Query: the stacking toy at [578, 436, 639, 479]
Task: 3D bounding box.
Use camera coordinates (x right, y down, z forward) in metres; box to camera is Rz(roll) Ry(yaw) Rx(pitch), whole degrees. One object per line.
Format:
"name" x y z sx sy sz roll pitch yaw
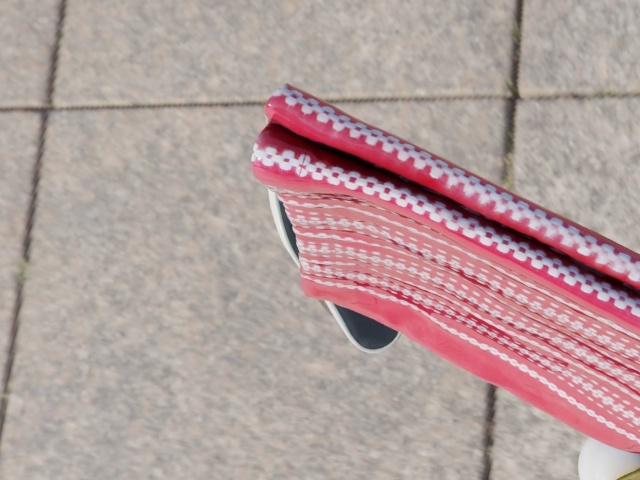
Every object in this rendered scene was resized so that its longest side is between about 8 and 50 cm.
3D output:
"stacking toy" 0.427 0.401 1.670 0.350 0.350 0.480 -37 33 9

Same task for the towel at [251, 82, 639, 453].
"towel" 0.072 0.029 0.503 0.199 0.275 0.031 26 82 6

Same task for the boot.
"boot" 0.000 0.000 1.515 0.088 0.176 0.244 -28 106 -6
